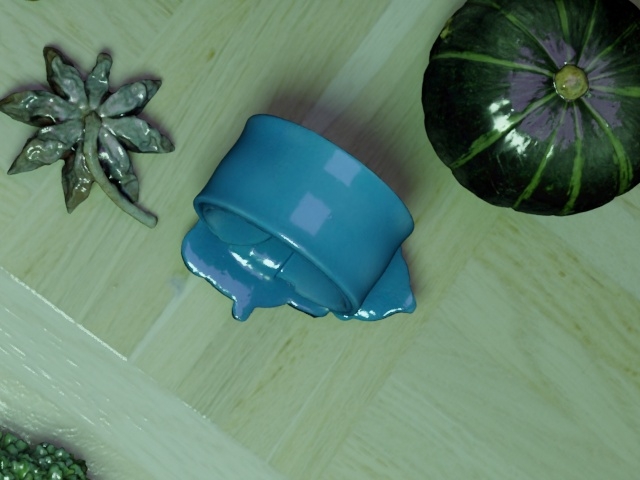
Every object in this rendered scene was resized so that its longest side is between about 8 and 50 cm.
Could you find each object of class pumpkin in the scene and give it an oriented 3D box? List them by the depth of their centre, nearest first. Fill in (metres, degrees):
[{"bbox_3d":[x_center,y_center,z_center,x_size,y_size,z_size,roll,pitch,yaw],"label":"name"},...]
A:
[{"bbox_3d":[0.287,-0.185,1.840,0.323,0.241,0.323,2,81,-12],"label":"pumpkin"}]

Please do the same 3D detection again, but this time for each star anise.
[{"bbox_3d":[-0.275,-0.128,1.768,0.230,0.081,0.262,-32,90,-27],"label":"star anise"}]

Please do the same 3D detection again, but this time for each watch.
[{"bbox_3d":[0.000,0.000,1.725,0.305,0.274,0.241,33,76,-4],"label":"watch"}]

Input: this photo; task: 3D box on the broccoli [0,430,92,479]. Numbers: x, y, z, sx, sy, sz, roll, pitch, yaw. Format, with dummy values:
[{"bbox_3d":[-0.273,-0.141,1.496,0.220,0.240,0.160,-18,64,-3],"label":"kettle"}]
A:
[{"bbox_3d":[-0.406,0.374,1.592,0.347,0.293,0.281,2,121,-4],"label":"broccoli"}]
